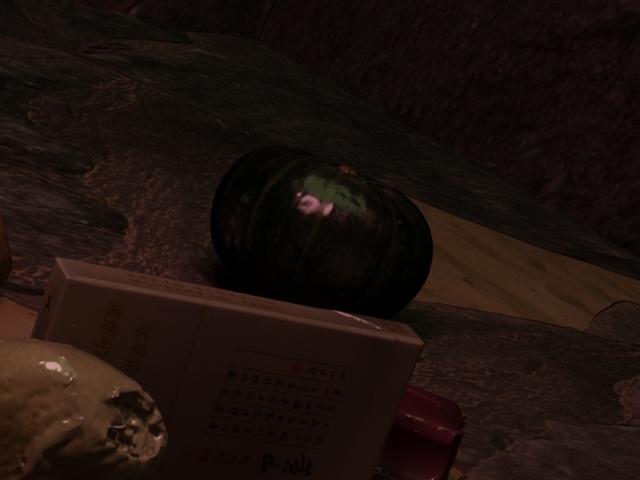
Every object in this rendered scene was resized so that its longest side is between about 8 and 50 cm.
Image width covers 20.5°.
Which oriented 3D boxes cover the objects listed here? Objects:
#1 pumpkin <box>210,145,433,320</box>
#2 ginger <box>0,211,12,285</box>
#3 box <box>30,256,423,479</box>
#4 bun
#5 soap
[{"bbox_3d":[0.000,0.000,2.305,0.300,0.207,0.300,20,0,0],"label":"pumpkin"},{"bbox_3d":[-0.420,-0.019,1.854,0.244,0.155,0.304,58,-6,-19],"label":"ginger"},{"bbox_3d":[-0.098,0.145,1.633,0.365,0.204,0.051,12,17,-27],"label":"box"},{"bbox_3d":[-0.237,0.174,1.406,0.220,0.220,0.134,18,50,-9],"label":"bun"},{"bbox_3d":[0.018,0.185,1.827,0.250,0.099,0.162,20,9,-1],"label":"soap"}]
